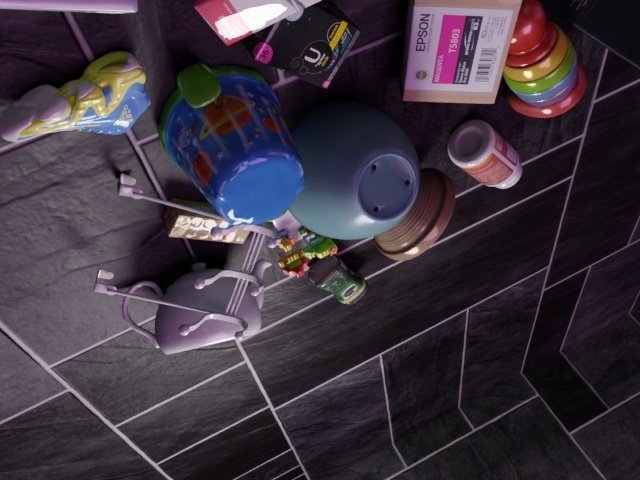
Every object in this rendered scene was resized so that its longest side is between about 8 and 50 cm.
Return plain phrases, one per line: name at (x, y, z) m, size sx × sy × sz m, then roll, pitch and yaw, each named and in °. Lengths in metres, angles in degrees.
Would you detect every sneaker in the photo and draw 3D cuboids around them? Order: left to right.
sneaker at (-0.378, -0.198, 0.976) m, size 0.240 × 0.091 × 0.126 m, roll -29°, pitch 144°, yaw -7°

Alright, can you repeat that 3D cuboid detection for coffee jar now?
coffee jar at (0.052, 0.106, 1.635) m, size 0.096 × 0.079 × 0.184 m, roll -43°, pitch 141°, yaw 8°

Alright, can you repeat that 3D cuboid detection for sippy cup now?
sippy cup at (-0.143, -0.154, 1.085) m, size 0.305 × 0.224 × 0.240 m, roll 10°, pitch 126°, yaw -43°

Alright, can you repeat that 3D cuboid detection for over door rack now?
over door rack at (-0.264, 0.047, 1.160) m, size 0.324 × 0.108 × 0.240 m, roll 20°, pitch 112°, yaw -7°

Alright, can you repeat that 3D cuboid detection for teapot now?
teapot at (-0.265, 0.143, 1.372) m, size 0.252 × 0.187 × 0.256 m, roll -18°, pitch 173°, yaw 32°

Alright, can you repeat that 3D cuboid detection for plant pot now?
plant pot at (0.083, -0.125, 1.210) m, size 0.290 × 0.195 × 0.290 m, roll -7°, pitch 108°, yaw -22°
plant pot at (0.189, -0.081, 1.422) m, size 0.109 × 0.237 × 0.237 m, roll 31°, pitch 112°, yaw -28°

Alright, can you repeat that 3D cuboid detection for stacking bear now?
stacking bear at (0.450, -0.403, 1.300) m, size 0.175 × 0.164 × 0.289 m, roll -43°, pitch 137°, yaw 13°

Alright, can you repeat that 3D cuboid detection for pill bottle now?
pill bottle at (0.417, -0.205, 1.516) m, size 0.121 × 0.121 × 0.216 m, roll -47°, pitch 141°, yaw 18°

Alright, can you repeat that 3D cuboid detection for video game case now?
video game case at (-0.365, -0.308, 0.785) m, size 0.212 × 0.193 × 0.023 m, roll -10°, pitch 113°, yaw -28°

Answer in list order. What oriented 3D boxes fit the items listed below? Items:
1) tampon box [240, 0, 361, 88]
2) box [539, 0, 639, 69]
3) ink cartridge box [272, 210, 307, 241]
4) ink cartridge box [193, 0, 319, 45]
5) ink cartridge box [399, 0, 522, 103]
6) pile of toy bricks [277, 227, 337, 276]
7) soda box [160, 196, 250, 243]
tampon box at (-0.038, -0.355, 1.035) m, size 0.161 × 0.101 × 0.120 m, roll 9°, pitch 126°, yaw -41°
box at (0.676, -0.526, 1.187) m, size 0.178 × 0.313 × 0.343 m, roll 4°, pitch 130°, yaw -39°
ink cartridge box at (-0.040, -0.107, 1.361) m, size 0.181 × 0.056 × 0.225 m, roll -29°, pitch 137°, yaw -5°
ink cartridge box at (-0.071, -0.400, 0.865) m, size 0.217 × 0.159 × 0.092 m, roll -21°, pitch 150°, yaw 17°
ink cartridge box at (0.260, -0.383, 1.170) m, size 0.193 × 0.088 × 0.235 m, roll 1°, pitch 139°, yaw 1°
pile of toy bricks at (0.000, 0.000, 1.370) m, size 0.212 × 0.105 × 0.118 m, roll -29°, pitch 139°, yaw -5°
soda box at (-0.236, -0.040, 1.282) m, size 0.181 × 0.058 × 0.061 m, roll 6°, pitch 129°, yaw -41°
